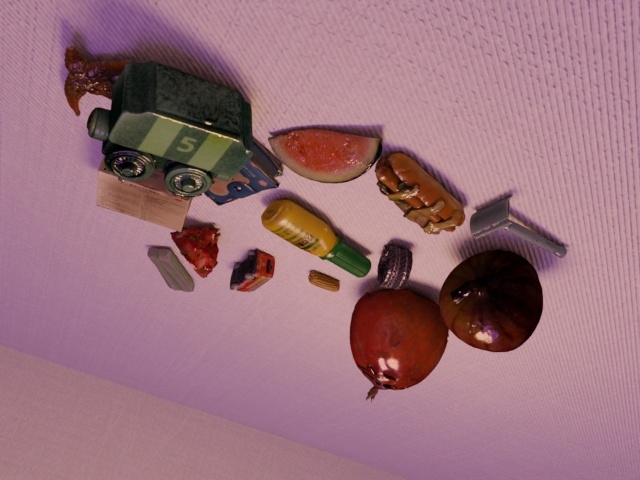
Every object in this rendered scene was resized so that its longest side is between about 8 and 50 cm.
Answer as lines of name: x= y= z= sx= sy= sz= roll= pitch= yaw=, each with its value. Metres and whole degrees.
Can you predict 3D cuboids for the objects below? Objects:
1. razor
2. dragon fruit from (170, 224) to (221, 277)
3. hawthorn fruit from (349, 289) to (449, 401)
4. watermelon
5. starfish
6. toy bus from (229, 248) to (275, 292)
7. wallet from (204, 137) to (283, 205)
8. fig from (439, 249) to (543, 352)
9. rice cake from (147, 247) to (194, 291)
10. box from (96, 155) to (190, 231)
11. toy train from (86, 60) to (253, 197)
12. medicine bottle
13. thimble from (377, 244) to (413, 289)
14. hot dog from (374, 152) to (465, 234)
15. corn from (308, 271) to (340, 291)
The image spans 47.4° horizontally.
razor: x=0.439 y=-0.012 z=1.551 sx=0.232 sy=0.068 sz=0.106 roll=23 pitch=151 yaw=-25
dragon fruit: x=-0.302 y=0.014 z=1.894 sx=0.111 sy=0.153 sz=0.153 roll=-34 pitch=141 yaw=0
hawthorn fruit: x=0.192 y=0.287 z=1.943 sx=0.276 sy=0.307 sz=0.276 roll=18 pitch=164 yaw=5
watermelon: x=0.017 y=-0.174 z=1.457 sx=0.245 sy=0.063 sz=0.119 roll=5 pitch=132 yaw=26
starfish: x=-0.434 y=-0.306 z=1.433 sx=0.138 sy=0.050 sz=0.247 roll=19 pitch=158 yaw=-10
toy bus: x=-0.187 y=0.091 z=1.992 sx=0.077 sy=0.079 sz=0.174 roll=16 pitch=153 yaw=-23
wallet: x=-0.189 y=-0.149 z=1.584 sx=0.202 sy=0.059 sz=0.141 roll=-14 pitch=134 yaw=38
fig: x=0.386 y=0.134 z=1.642 sx=0.235 sy=0.235 sz=0.214 roll=12 pitch=147 yaw=4
rice cake: x=-0.437 y=0.087 z=2.129 sx=0.080 sy=0.042 sz=0.222 roll=10 pitch=152 yaw=16
box: x=-0.400 y=-0.123 z=1.686 sx=0.212 sy=0.095 sz=0.168 roll=19 pitch=152 yaw=-9
toy train: x=-0.277 y=-0.209 z=1.383 sx=0.299 sy=0.167 sz=0.238 roll=14 pitch=144 yaw=-31
medicine bottle: x=0.000 y=0.000 z=1.746 sx=0.309 sy=0.076 sz=0.111 roll=31 pitch=148 yaw=-30
thimble: x=0.180 y=0.061 z=1.761 sx=0.066 sy=0.095 sz=0.104 roll=10 pitch=117 yaw=-12
hot dog: x=0.200 y=-0.090 z=1.501 sx=0.109 sy=0.072 sz=0.269 roll=-19 pitch=139 yaw=41
corn: x=0.010 y=0.113 z=1.981 sx=0.092 sy=0.037 sz=0.037 roll=21 pitch=151 yaw=-18
